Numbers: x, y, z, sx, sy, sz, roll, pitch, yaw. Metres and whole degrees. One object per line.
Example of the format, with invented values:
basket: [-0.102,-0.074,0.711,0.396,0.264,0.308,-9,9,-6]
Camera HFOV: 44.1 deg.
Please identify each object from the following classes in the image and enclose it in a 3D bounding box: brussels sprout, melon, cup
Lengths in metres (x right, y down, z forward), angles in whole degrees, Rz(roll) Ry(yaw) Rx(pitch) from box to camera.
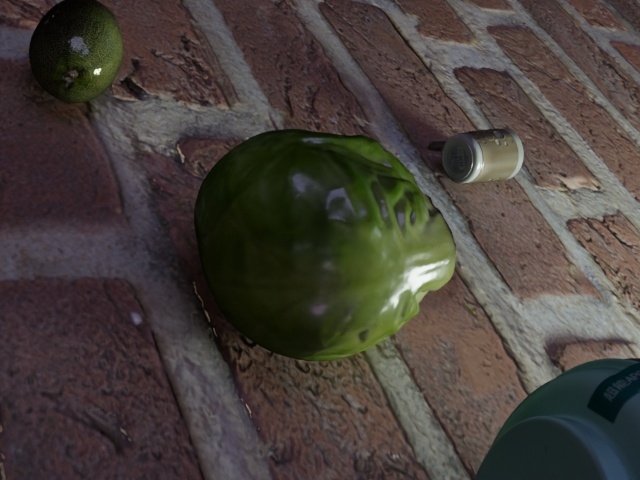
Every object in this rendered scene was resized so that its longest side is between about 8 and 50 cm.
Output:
brussels sprout: [0.000,0.000,0.746,0.244,0.244,0.244,17,41,-15]
melon: [-0.272,-0.216,0.885,0.099,0.099,0.162,14,35,-18]
cup: [0.217,-0.128,1.108,0.099,0.074,0.102,-10,53,-38]

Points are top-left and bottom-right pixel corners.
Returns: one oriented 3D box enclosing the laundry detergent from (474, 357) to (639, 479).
laundry detergent: [0.280,0.244,0.581,0.305,0.287,0.287,15,41,-17]
